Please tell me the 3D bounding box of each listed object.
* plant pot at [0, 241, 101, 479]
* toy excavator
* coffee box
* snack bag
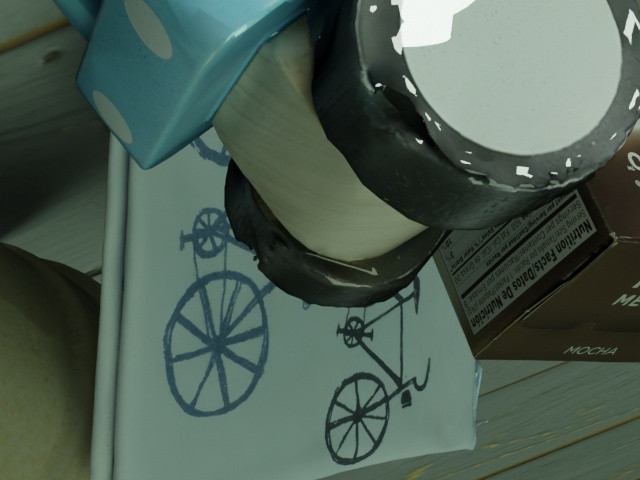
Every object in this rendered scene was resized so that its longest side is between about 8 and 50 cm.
[{"bbox_3d":[-0.310,0.071,0.820,0.334,0.334,0.305,-24,140,7],"label":"plant pot"},{"bbox_3d":[-0.073,-0.173,0.553,0.433,0.445,0.222,-37,179,-19],"label":"toy excavator"},{"bbox_3d":[0.130,-0.082,0.816,0.168,0.297,0.119,4,143,-38],"label":"coffee box"},{"bbox_3d":[0.000,0.000,0.916,0.342,0.323,0.037,-3,-172,-45],"label":"snack bag"}]
